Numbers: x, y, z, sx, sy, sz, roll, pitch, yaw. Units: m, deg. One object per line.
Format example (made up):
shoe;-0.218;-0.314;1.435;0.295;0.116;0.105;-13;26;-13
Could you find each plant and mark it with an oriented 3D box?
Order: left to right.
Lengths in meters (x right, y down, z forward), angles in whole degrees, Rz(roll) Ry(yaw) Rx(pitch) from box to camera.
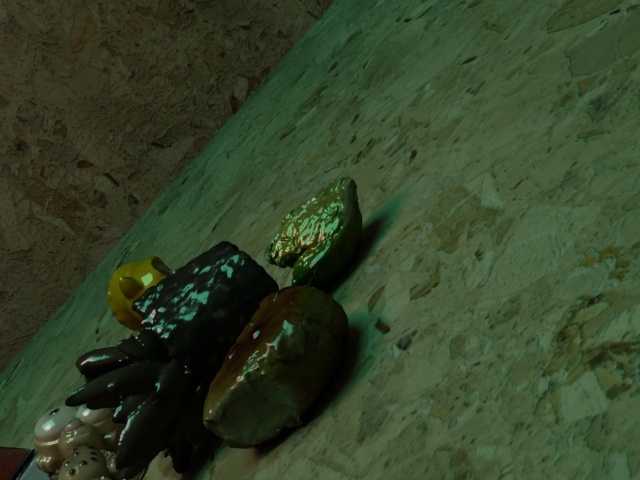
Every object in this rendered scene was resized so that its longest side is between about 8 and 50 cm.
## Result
plant;-0.181;0.163;1.560;0.321;0.194;0.181;-43;32;-8

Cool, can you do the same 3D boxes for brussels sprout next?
brussels sprout;0.003;0.001;1.641;0.181;0.100;0.139;-50;25;-13

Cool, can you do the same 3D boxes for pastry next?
pastry;-0.053;0.149;1.400;0.218;0.100;0.229;-55;15;-24

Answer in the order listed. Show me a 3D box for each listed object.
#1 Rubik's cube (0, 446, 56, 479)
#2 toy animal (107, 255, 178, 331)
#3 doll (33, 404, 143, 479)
Rubik's cube;-0.538;0.502;1.951;0.250;0.284;0.234;111;162;-48
toy animal;-0.328;0.106;2.214;0.156;0.156;0.230;-51;13;-12
doll;-0.356;0.333;1.781;0.154;0.119;0.278;-24;23;-12
